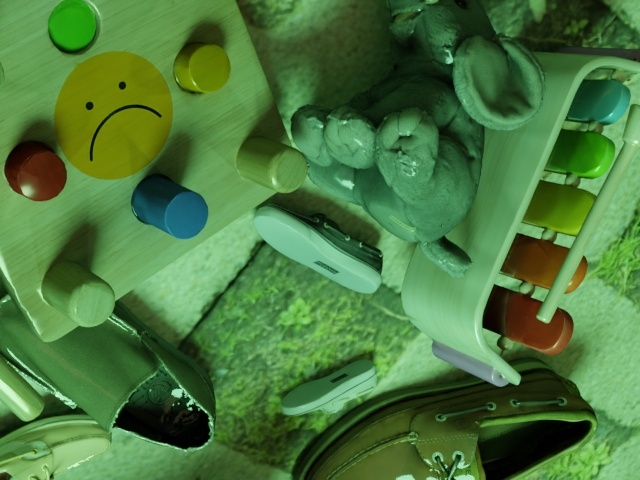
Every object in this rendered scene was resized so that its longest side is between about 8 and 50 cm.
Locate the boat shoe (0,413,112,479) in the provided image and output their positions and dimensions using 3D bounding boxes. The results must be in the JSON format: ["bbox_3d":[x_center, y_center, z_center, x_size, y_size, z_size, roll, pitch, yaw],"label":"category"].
[{"bbox_3d":[-0.251,0.194,1.017,0.170,0.059,0.063,-16,141,-16],"label":"boat shoe"}]

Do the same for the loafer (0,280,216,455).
[{"bbox_3d":[-0.173,0.100,1.007,0.251,0.087,0.094,33,94,-33],"label":"loafer"}]

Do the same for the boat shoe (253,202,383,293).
[{"bbox_3d":[0.000,0.000,1.083,0.142,0.049,0.040,33,61,-31],"label":"boat shoe"}]

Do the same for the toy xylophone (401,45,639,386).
[{"bbox_3d":[0.185,-0.028,1.051,0.081,0.236,0.322,25,96,-31],"label":"toy xylophone"}]

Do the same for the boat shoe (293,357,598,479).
[{"bbox_3d":[0.125,0.203,1.191,0.307,0.104,0.110,-23,120,-16],"label":"boat shoe"}]

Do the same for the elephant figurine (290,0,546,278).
[{"bbox_3d":[0.099,-0.133,1.014,0.239,0.169,0.186,-56,158,-21],"label":"elephant figurine"}]

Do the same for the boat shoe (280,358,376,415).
[{"bbox_3d":[0.010,0.147,1.153,0.100,0.035,0.035,-24,117,-23],"label":"boat shoe"}]

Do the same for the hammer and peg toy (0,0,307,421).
[{"bbox_3d":[-0.193,-0.057,0.876,0.361,0.127,0.266,-36,123,-23],"label":"hammer and peg toy"}]
